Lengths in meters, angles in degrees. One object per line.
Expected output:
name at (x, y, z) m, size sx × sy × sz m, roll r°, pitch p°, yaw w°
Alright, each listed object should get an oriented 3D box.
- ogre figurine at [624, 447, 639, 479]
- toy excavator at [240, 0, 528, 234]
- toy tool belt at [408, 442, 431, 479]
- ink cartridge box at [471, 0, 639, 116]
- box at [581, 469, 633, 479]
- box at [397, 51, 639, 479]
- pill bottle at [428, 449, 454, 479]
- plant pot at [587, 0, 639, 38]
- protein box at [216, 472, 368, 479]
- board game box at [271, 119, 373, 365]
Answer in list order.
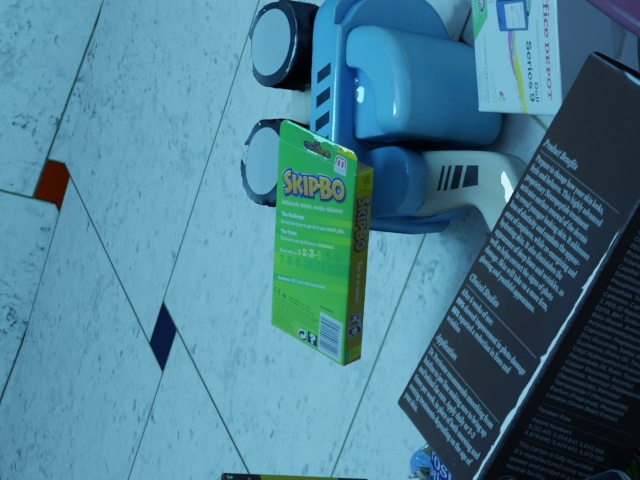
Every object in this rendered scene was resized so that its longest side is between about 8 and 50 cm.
ogre figurine at (0.280, 0.225, 1.630) m, size 0.097 × 0.118 × 0.197 m, roll -53°, pitch 39°, yaw 46°
toy excavator at (0.121, -0.091, 1.949) m, size 0.445 × 0.222 × 0.433 m, roll -7°, pitch 79°, yaw 54°
toy tool belt at (0.123, 0.255, 2.011) m, size 0.083 × 0.051 × 0.052 m, roll -53°, pitch 40°, yaw 46°
ink cartridge box at (0.236, -0.207, 1.782) m, size 0.212 × 0.093 × 0.154 m, roll -162°, pitch 66°, yaw -69°
box at (0.199, 0.529, 1.361) m, size 0.472 × 0.297 × 0.480 m, roll 49°, pitch 138°, yaw 35°
box at (0.236, 0.046, 1.550) m, size 0.381 × 0.143 × 0.191 m, roll -63°, pitch 26°, yaw 14°
pill bottle at (0.174, 0.200, 1.779) m, size 0.123 × 0.123 × 0.219 m, roll -121°, pitch 25°, yaw -50°
plant pot at (0.307, -0.261, 1.546) m, size 0.201 × 0.180 × 0.201 m, roll -157°, pitch 90°, yaw -84°
protein box at (-0.057, 0.396, 2.170) m, size 0.200 × 0.201 × 0.136 m, roll -54°, pitch 39°, yaw 45°
board game box at (0.000, 0.000, 1.929) m, size 0.124 × 0.039 × 0.259 m, roll 28°, pitch 128°, yaw 40°
